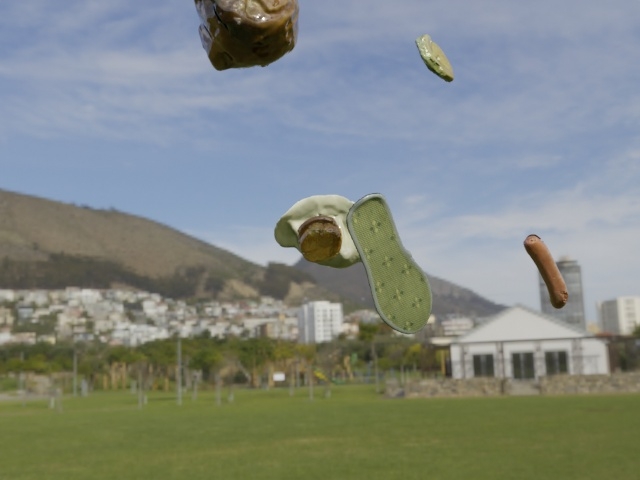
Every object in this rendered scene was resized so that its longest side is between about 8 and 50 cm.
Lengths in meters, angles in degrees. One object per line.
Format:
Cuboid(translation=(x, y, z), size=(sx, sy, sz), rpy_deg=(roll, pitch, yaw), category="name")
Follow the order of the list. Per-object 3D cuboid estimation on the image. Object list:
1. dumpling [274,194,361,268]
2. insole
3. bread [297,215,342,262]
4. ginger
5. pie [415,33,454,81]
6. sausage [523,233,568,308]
Cuboid(translation=(0.033, -0.020, 1.625), size=(0.216, 0.126, 0.166), rpy_deg=(28, -40, 16), category="dumpling")
Cuboid(translation=(0.120, 0.049, 1.362), size=(0.109, 0.322, 0.007), rpy_deg=(-35, 39, -12), category="insole")
Cuboid(translation=(0.000, 0.000, 1.376), size=(0.081, 0.046, 0.083), rpy_deg=(-31, -62, 18), category="bread")
Cuboid(translation=(-0.151, -0.477, 1.632), size=(0.200, 0.269, 0.223), rpy_deg=(-17, -9, -21), category="ginger")
Cuboid(translation=(0.169, -0.269, 1.209), size=(0.020, 0.084, 0.084), rpy_deg=(-33, -23, 26), category="pie")
Cuboid(translation=(0.452, 0.065, 1.624), size=(0.043, 0.043, 0.186), rpy_deg=(-9, -55, 37), category="sausage")
